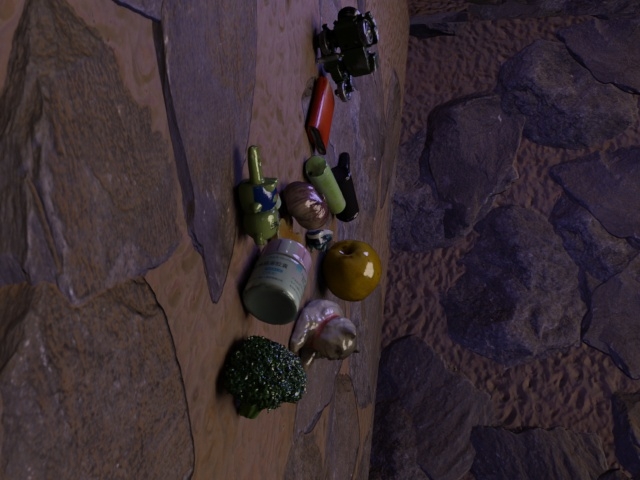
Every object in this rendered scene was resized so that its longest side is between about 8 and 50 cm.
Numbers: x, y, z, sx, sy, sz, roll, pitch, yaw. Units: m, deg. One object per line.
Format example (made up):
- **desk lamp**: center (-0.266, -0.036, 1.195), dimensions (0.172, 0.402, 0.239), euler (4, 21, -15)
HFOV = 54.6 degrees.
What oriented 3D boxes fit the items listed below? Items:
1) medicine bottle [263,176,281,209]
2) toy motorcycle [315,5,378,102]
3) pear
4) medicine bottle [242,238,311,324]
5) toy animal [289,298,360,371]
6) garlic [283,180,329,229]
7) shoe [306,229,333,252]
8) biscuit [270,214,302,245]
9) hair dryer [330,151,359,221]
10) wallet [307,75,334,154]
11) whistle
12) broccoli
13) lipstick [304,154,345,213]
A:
- **medicine bottle**: center (-0.125, -0.109, 1.471), dimensions (0.083, 0.047, 0.047), euler (69, 27, -54)
- **toy motorcycle**: center (0.097, -0.578, 1.927), dimensions (0.127, 0.205, 0.275), euler (-73, 147, -45)
- **pear**: center (0.106, 0.107, 2.079), dimensions (0.209, 0.208, 0.209), euler (2, 90, -75)
- **medicine bottle**: center (-0.097, 0.093, 1.440), dimensions (0.168, 0.135, 0.135), euler (-70, 157, -48)
- **toy animal**: center (0.039, 0.298, 1.917), dimensions (0.308, 0.188, 0.266), euler (72, 16, -44)
- **garlic**: center (-0.034, -0.096, 1.660), dimensions (0.147, 0.102, 0.159), euler (57, 3, 29)
- **shoe**: center (0.000, 0.000, 1.931), dimensions (0.143, 0.064, 0.071), euler (-9, 100, -72)
- **biscuit**: center (-0.091, 0.009, 1.650), dimensions (0.234, 0.030, 0.153), euler (51, 39, -68)
- **hair dryer**: center (0.080, -0.222, 2.206), dimensions (0.197, 0.089, 0.251), euler (72, 15, -47)
- **wallet**: center (0.003, -0.386, 1.923), dimensions (0.142, 0.045, 0.204), euler (64, 30, -56)
- **whistle**: center (-0.134, -0.096, 1.366), dimensions (0.105, 0.085, 0.227), euler (-74, 162, -70)
- **broccoli**: center (-0.137, 0.316, 1.365), dimensions (0.220, 0.194, 0.194), euler (-106, -176, -49)
- **lipstick**: center (0.017, -0.170, 1.952), dimensions (0.304, 0.076, 0.076), euler (58, 37, -66)
